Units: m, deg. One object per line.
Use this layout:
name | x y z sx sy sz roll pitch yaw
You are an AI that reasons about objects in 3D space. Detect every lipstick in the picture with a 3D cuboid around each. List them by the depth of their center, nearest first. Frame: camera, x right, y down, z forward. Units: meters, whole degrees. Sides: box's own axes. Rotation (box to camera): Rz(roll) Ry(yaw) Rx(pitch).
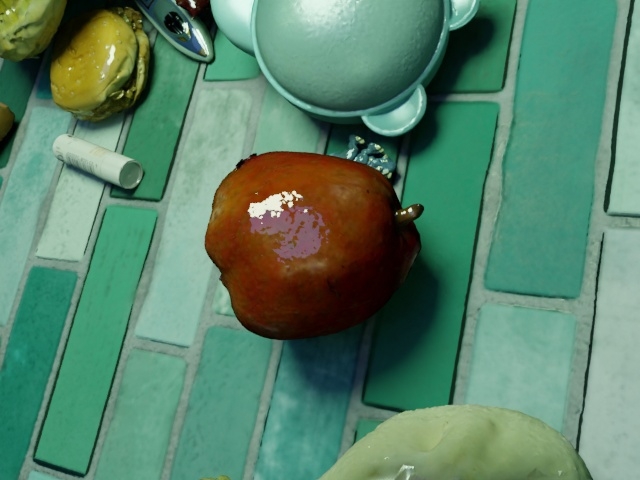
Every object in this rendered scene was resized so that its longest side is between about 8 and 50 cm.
lipstick | -0.292 -0.104 0.925 0.141 0.040 0.040 21 83 31

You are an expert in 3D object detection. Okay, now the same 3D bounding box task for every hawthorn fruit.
hawthorn fruit | 0.000 0.000 0.663 0.202 0.185 0.185 -13 67 21

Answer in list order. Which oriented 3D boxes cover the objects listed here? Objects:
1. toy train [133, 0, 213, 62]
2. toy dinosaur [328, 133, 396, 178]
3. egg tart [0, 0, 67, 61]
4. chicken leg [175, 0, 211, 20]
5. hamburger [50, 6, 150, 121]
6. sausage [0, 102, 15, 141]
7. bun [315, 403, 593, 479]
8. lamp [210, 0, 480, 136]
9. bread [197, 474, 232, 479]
toy train | -0.215 -0.320 0.957 0.055 0.048 0.252 -45 60 9
toy dinosaur | 0.043 -0.081 0.757 0.083 0.030 0.047 30 85 31
egg tart | -0.380 -0.430 0.946 0.388 0.169 0.388 -27 51 39
chicken leg | -0.177 -0.371 0.941 0.105 0.063 0.234 -33 60 -6
hamburger | -0.293 -0.235 0.947 0.138 0.083 0.147 -10 73 24
sausage | -0.533 -0.087 1.003 0.109 0.109 0.271 15 80 29
bun | 0.098 0.256 0.538 0.272 0.168 0.273 -5 71 16
lamp | 0.009 -0.241 0.761 0.284 0.147 0.209 29 90 32
bread | -0.097 0.329 0.644 0.138 0.102 0.196 13 82 32
